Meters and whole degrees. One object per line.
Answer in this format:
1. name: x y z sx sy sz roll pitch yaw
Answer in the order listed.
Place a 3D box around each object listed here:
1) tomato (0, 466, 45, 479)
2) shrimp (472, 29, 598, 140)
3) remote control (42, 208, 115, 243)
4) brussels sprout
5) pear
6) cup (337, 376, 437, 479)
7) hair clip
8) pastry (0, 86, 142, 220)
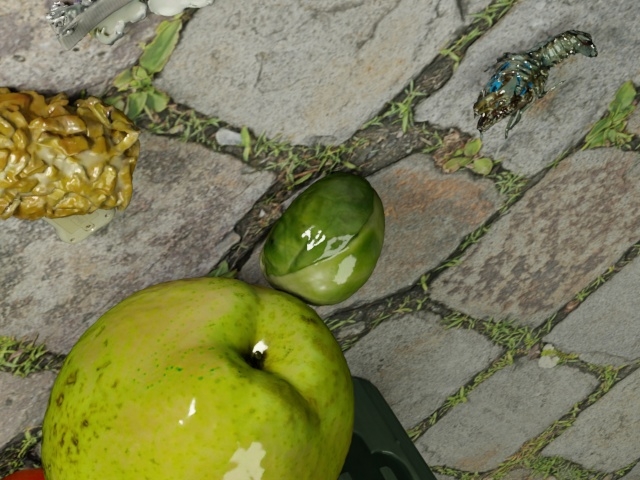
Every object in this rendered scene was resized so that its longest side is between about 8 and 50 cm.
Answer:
1. tomato: -0.362 0.451 2.155 0.226 0.298 0.299 -28 152 33
2. shrimp: 0.246 -0.188 1.921 0.174 0.076 0.082 -36 122 -3
3. remote control: -0.278 -0.041 1.769 0.074 0.032 0.122 -33 147 7
4. brussels sprout: 0.001 0.004 1.948 0.131 0.145 0.183 30 113 -23
5. pear: -0.133 0.215 1.930 0.391 0.391 0.391 -19 146 -14
6. cup: 0.019 0.420 2.282 0.401 0.392 0.310 9 131 -43
7. hair clip: -0.181 -0.239 1.562 0.172 0.049 0.116 -29 151 -4
8. pastry: -0.285 -0.091 1.628 0.250 0.102 0.154 -4 127 -30
